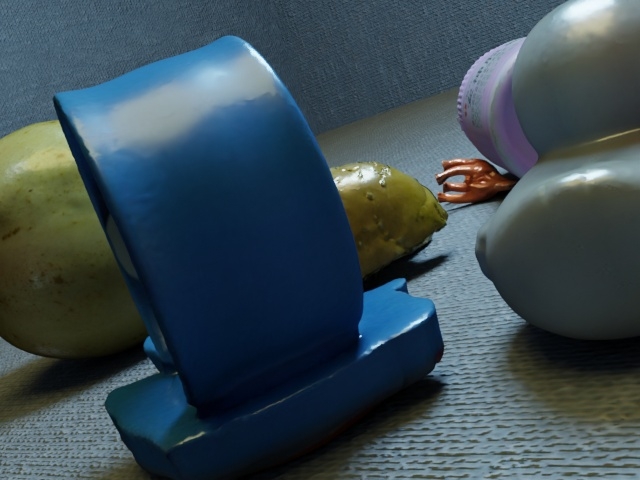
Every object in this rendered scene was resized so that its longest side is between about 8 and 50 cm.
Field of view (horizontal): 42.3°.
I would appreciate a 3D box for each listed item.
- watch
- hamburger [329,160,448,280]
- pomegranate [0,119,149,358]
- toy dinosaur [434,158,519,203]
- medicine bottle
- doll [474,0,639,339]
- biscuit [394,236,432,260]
[{"bbox_3d":[-0.078,0.000,0.613,0.242,0.274,0.305,-25,16,-17],"label":"watch"},{"bbox_3d":[0.000,0.000,0.863,0.262,0.130,0.124,-28,15,-9],"label":"hamburger"},{"bbox_3d":[-0.301,0.007,1.007,0.319,0.319,0.319,-21,10,4],"label":"pomegranate"},{"bbox_3d":[0.198,-0.076,1.061,0.102,0.055,0.279,-8,12,9],"label":"toy dinosaur"},{"bbox_3d":[0.272,-0.166,1.027,0.178,0.178,0.290,-20,11,6],"label":"medicine bottle"},{"bbox_3d":[0.197,-0.059,0.544,0.221,0.221,0.251,-13,13,39],"label":"doll"},{"bbox_3d":[0.074,0.010,0.973,0.120,0.015,0.120,-20,10,4],"label":"biscuit"}]
